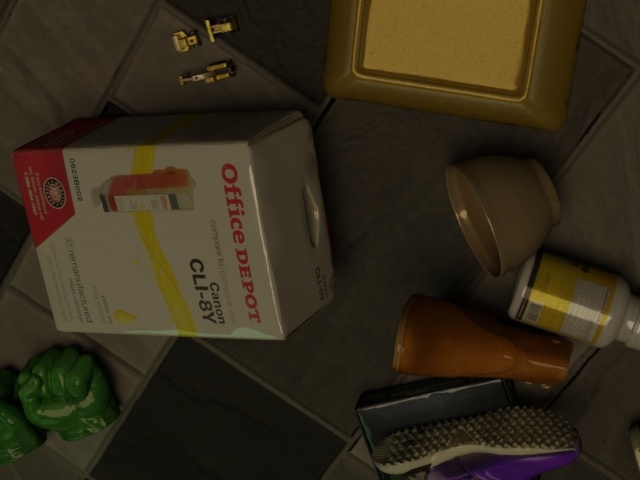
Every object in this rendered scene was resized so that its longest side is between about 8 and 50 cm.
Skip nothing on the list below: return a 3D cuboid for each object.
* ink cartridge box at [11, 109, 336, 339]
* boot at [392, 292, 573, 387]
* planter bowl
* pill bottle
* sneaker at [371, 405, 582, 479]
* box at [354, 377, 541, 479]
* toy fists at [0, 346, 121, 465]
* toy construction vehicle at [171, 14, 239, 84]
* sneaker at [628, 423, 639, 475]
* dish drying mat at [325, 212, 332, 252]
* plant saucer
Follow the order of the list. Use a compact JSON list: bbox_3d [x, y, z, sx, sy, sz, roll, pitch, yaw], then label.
[{"bbox_3d":[-0.198,-0.022,1.657,0.384,0.160,0.279,0,110,27],"label":"ink cartridge box"},{"bbox_3d":[0.221,0.140,1.592,0.211,0.295,0.104,13,95,18],"label":"boot"},{"bbox_3d":[0.248,-0.045,1.591,0.109,0.162,0.162,-23,106,-6],"label":"planter bowl"},{"bbox_3d":[0.352,0.084,1.632,0.184,0.103,0.103,19,114,6],"label":"pill bottle"},{"bbox_3d":[0.231,0.328,1.704,0.293,0.102,0.146,-11,111,22],"label":"sneaker"},{"bbox_3d":[0.188,0.292,1.781,0.232,0.059,0.183,-14,106,18],"label":"box"},{"bbox_3d":[-0.457,0.260,1.912,0.279,0.096,0.142,-21,104,22],"label":"toy fists"},{"bbox_3d":[-0.156,-0.259,1.661,0.098,0.035,0.086,-7,109,17],"label":"toy construction vehicle"},{"bbox_3d":[0.522,0.352,1.707,0.118,0.083,0.222,-16,105,19],"label":"sneaker"},{"bbox_3d":[0.000,0.000,1.740,0.032,0.008,0.083,1,112,15],"label":"dish drying mat"},{"bbox_3d":[0.168,-0.309,1.536,0.332,0.081,0.333,10,113,11],"label":"plant saucer"}]
